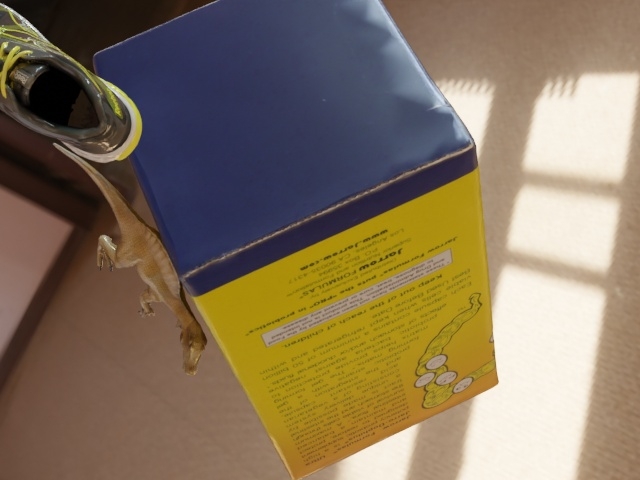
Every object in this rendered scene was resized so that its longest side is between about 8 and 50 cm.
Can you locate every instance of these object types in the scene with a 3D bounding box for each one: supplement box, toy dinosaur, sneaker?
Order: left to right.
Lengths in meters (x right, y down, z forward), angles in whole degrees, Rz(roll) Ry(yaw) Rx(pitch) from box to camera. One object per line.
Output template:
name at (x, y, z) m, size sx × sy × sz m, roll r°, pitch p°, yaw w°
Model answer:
sneaker at (-0.092, -0.053, 0.354) m, size 0.031 × 0.083 × 0.035 m, roll -62°, pitch 1°, yaw -2°
toy dinosaur at (-0.124, 0.006, 0.825) m, size 0.053 × 0.183 × 0.092 m, roll -32°, pitch 5°, yaw -21°
supplement box at (0.000, 0.000, 0.865) m, size 0.195 × 0.356 × 0.194 m, roll -24°, pitch 58°, yaw -4°
